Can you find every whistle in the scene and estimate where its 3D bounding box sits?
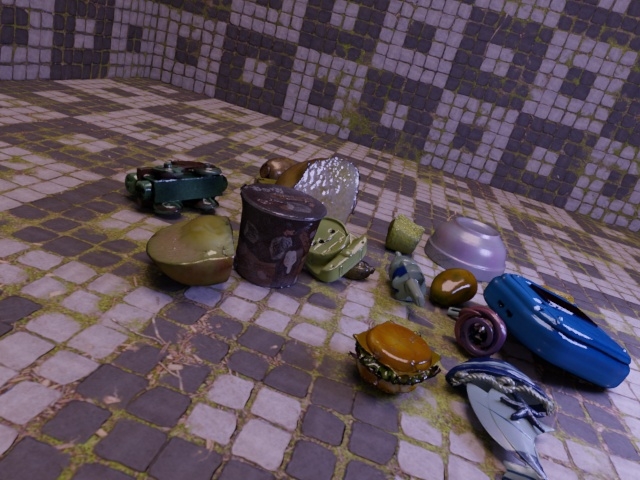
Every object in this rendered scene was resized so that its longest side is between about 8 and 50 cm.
[{"bbox_3d":[0.237,0.109,1.328,0.092,0.110,0.244,-16,24,4],"label":"whistle"}]

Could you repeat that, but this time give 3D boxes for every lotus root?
[{"bbox_3d":[0.103,0.081,1.354,0.099,0.049,0.054,7,48,-8],"label":"lotus root"},{"bbox_3d":[-0.152,-0.279,1.965,0.221,0.118,0.125,-15,55,-49],"label":"lotus root"}]

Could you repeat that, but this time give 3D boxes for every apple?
[{"bbox_3d":[-0.293,0.031,1.110,0.193,0.120,0.265,-3,23,-13],"label":"apple"}]

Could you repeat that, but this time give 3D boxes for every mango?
[{"bbox_3d":[0.375,0.131,1.386,0.163,0.090,0.111,-5,30,-26],"label":"mango"}]

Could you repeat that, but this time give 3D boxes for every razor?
[{"bbox_3d":[0.441,0.198,1.354,0.084,0.036,0.211,9,7,42],"label":"razor"}]

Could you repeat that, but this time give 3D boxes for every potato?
[{"bbox_3d":[-0.049,-0.137,1.554,0.237,0.301,0.288,17,-12,48],"label":"potato"}]

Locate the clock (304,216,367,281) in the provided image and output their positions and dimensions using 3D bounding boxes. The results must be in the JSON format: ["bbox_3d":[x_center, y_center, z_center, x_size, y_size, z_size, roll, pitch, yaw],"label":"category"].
[{"bbox_3d":[0.000,0.000,1.340,0.232,0.069,0.170,37,61,27],"label":"clock"}]

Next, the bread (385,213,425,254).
[{"bbox_3d":[0.278,-0.014,1.635,0.114,0.111,0.129,26,41,12],"label":"bread"}]

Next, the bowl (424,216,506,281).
[{"bbox_3d":[0.522,0.014,1.702,0.286,0.144,0.287,15,21,-6],"label":"bowl"}]

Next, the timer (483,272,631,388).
[{"bbox_3d":[0.591,0.215,1.227,0.340,0.115,0.309,25,17,-17],"label":"timer"}]

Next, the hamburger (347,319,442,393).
[{"bbox_3d":[0.145,0.234,0.960,0.189,0.093,0.164,-4,31,-38],"label":"hamburger"}]

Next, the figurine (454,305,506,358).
[{"bbox_3d":[0.382,0.220,1.172,0.114,0.126,0.157,-21,-12,12],"label":"figurine"}]

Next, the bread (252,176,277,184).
[{"bbox_3d":[-0.140,-0.197,1.856,0.226,0.049,0.088,3,25,-33],"label":"bread"}]

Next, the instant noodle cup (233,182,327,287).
[{"bbox_3d":[-0.113,-0.011,1.214,0.217,0.207,0.217,14,23,-6],"label":"instant noodle cup"}]

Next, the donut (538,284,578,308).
[{"bbox_3d":[0.717,0.192,1.504,0.146,0.078,0.181,27,22,18],"label":"donut"}]

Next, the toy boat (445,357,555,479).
[{"bbox_3d":[0.375,0.335,0.929,0.210,0.070,0.292,4,28,-18],"label":"toy boat"}]

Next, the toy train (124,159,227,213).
[{"bbox_3d":[-0.442,-0.174,1.479,0.221,0.150,0.304,20,21,37],"label":"toy train"}]
